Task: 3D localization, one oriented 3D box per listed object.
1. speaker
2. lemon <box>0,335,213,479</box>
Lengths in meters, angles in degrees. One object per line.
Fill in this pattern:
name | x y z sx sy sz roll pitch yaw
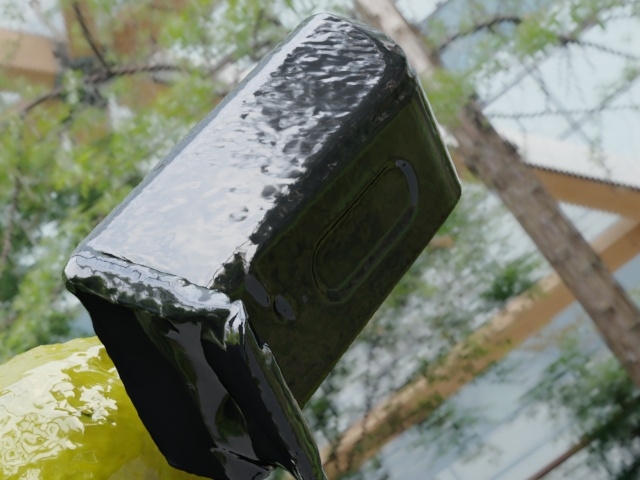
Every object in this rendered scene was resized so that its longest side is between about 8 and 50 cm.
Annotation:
speaker | 0.000 0.000 0.880 0.184 0.180 0.388 -3 34 36
lemon | -0.209 0.224 1.053 0.268 0.321 0.268 11 -10 2
